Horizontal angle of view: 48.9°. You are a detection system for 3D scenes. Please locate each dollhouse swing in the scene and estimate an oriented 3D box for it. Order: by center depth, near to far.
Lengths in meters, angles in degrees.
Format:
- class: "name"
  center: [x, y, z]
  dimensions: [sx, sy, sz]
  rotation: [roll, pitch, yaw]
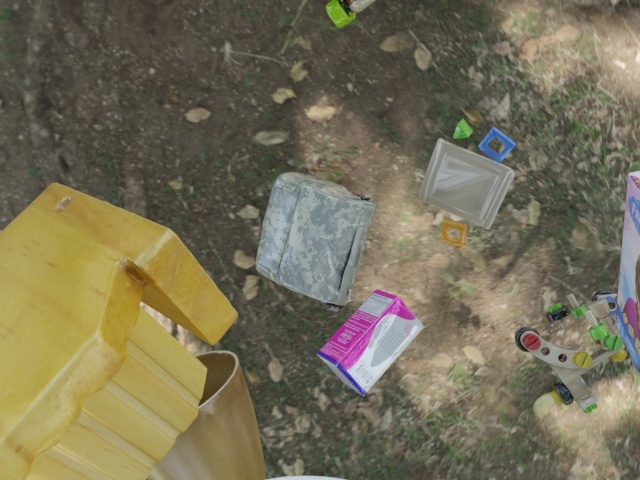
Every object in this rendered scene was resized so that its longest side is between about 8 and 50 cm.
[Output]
- class: "dollhouse swing"
  center: [-0.195, 0.191, 0.538]
  dimensions: [0.347, 0.305, 0.315]
  rotation: [-50, 36, -17]

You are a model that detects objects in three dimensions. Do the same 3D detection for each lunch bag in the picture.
- class: "lunch bag"
  center: [0.000, 0.000, 1.822]
  dimensions: [0.256, 0.212, 0.305]
  rotation: [25, 103, 42]

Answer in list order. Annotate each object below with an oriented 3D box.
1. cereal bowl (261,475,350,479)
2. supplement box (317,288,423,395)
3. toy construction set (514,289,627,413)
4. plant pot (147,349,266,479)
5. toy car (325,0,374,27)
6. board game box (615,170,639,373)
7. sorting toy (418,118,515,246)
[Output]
- class: "cereal bowl"
  center: [-0.009, 0.405, 0.749]
  dimensions: [0.338, 0.339, 0.141]
  rotation: [12, 107, 23]
- class: "supplement box"
  center: [0.118, 0.236, 1.661]
  dimensions: [0.220, 0.114, 0.111]
  rotation: [-45, 112, -13]
- class: "toy construction set"
  center: [0.614, 0.254, 1.572]
  dimensions: [0.257, 0.309, 0.237]
  rotation: [-25, 85, -20]
- class: "plant pot"
  center: [-0.192, 0.357, 1.193]
  dimensions: [0.237, 0.237, 0.254]
  rotation: [-19, 106, 22]
- class: "toy car"
  center: [0.051, -0.531, 1.338]
  dimensions: [0.155, 0.149, 0.188]
  rotation: [-31, 103, 19]
- class: "board game box"
  center: [0.507, 0.114, 0.986]
  dimensions: [0.065, 0.319, 0.318]
  rotation: [-10, 126, 5]
- class: "sorting toy"
  center: [0.345, -0.137, 1.675]
  dimensions: [0.196, 0.047, 0.348]
  rotation: [28, 133, 14]
